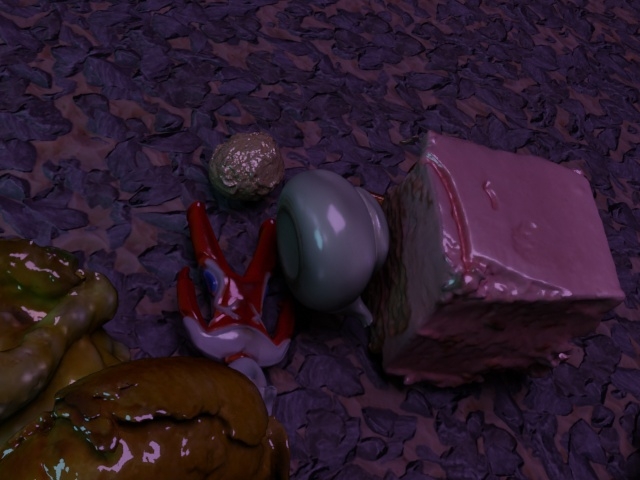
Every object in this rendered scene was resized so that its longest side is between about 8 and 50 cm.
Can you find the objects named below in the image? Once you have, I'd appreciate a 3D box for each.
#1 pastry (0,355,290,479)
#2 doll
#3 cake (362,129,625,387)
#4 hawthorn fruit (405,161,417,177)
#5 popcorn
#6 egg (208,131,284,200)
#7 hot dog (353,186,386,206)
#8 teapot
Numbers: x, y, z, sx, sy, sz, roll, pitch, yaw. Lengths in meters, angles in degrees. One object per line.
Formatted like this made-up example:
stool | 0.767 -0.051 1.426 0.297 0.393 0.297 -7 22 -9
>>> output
pastry | -0.179 0.268 0.762 0.356 0.356 0.164 -21 43 -35
doll | -0.118 0.108 1.113 0.188 0.099 0.384 15 43 -22
cake | 0.242 0.050 1.167 0.314 0.307 0.293 7 51 -18
hawthorn fruit | 0.214 -0.105 1.417 0.128 0.128 0.128 12 48 -14
popcorn | -0.367 0.165 0.847 0.290 0.321 0.326 38 58 -49
egg | -0.121 -0.123 1.288 0.140 0.116 0.118 -32 98 -39
hot dog | 0.109 -0.048 1.372 0.165 0.045 0.071 17 49 -9
teapot | 0.003 -0.032 1.170 0.149 0.220 0.318 -6 45 -18
